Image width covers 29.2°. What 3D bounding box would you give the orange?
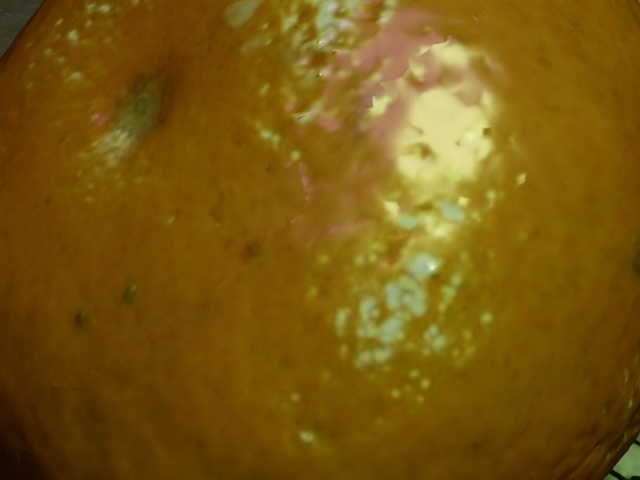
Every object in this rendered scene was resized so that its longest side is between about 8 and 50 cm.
[{"bbox_3d":[0.000,0.000,0.669,0.424,0.326,0.424,-19,54,29],"label":"orange"}]
